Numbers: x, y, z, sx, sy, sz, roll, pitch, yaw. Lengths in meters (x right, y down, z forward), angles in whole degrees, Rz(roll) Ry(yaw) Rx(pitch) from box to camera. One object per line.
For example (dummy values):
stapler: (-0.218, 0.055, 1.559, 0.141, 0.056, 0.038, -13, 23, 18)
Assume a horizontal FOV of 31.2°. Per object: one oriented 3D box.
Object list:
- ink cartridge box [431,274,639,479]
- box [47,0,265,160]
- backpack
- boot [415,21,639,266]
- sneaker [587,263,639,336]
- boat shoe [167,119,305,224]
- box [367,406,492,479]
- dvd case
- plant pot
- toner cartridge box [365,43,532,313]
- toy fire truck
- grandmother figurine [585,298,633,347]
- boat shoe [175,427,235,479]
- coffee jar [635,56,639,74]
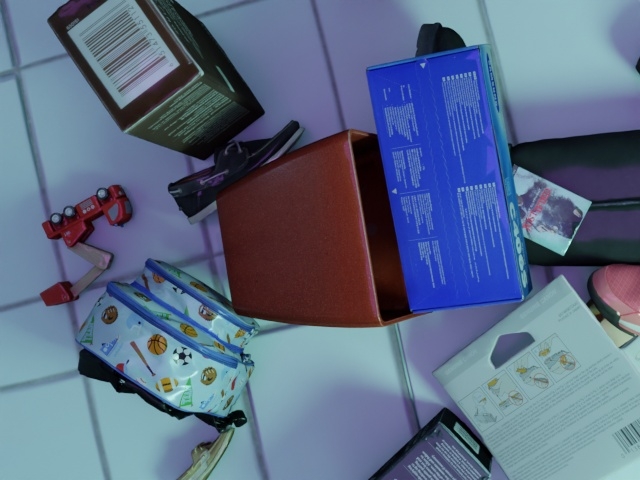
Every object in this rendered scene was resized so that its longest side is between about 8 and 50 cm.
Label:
ink cartridge box: (0.335, 0.216, 1.614, 0.261, 0.066, 0.296, 55, 132, 11)
box: (-0.218, -0.241, 1.635, 0.143, 0.381, 0.191, -36, 84, 5)
backpack: (-0.224, 0.152, 1.690, 0.276, 0.263, 0.213, 26, 93, 10)
boot: (0.364, -0.138, 1.646, 0.445, 0.146, 0.367, -1, 99, 14)
sneaker: (0.528, 0.066, 1.590, 0.313, 0.116, 0.136, 11, 135, -8)
boat shoe: (-0.128, -0.119, 1.764, 0.233, 0.084, 0.079, -34, 95, 9)
box: (0.143, 0.359, 1.680, 0.207, 0.153, 0.108, -45, 83, 8)
dvd case: (0.305, -0.042, 1.600, 0.119, 0.013, 0.087, 28, 101, 6)
plant pot: (0.000, 0.000, 1.669, 0.235, 0.267, 0.267, -11, 87, 22)
toner cartridge box: (0.179, -0.083, 1.578, 0.165, 0.075, 0.348, -8, 98, 22)
toy fire truck: (-0.374, 0.009, 1.827, 0.192, 0.047, 0.135, -27, 85, 8)
grandmother figurine: (0.499, 0.223, 1.649, 0.208, 0.104, 0.342, -44, 85, 3)
boat shoe: (-0.183, 0.341, 1.788, 0.045, 0.050, 0.135, 34, 95, 3)
coffee jar: (0.538, -0.239, 1.616, 0.096, 0.079, 0.184, -55, 44, 4)
